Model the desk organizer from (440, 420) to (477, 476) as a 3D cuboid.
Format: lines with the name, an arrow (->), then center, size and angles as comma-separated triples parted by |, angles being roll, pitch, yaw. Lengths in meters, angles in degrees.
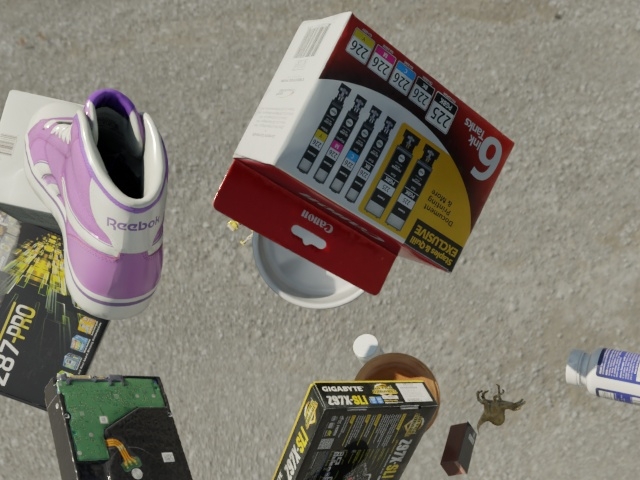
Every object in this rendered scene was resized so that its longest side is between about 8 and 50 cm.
desk organizer -> 0.331, 0.499, 1.710 | 0.047, 0.050, 0.130 | 56, 36, -17

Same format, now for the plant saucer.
plant saucer -> 0.165, 0.348, 1.583 | 0.200, 0.037, 0.199 | -2, 79, 11

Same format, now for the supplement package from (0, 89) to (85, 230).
supplement package -> -0.473, -0.128, 1.268 | 0.149, 0.203, 0.194 | 13, 78, -1

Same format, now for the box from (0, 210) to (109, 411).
box -> -0.633, 0.156, 1.593 | 0.318, 0.097, 0.394 | 25, 94, -9

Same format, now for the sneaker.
sneaker -> -0.195, -0.083, 0.636 | 0.102, 0.161, 0.282 | -9, 44, -31

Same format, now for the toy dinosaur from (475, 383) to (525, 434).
toy dinosaur -> 0.413, 0.410, 1.738 | 0.053, 0.183, 0.092 | -1, 58, -36

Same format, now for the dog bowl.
dog bowl -> 0.000, 0.000, 1.438 | 0.265, 0.104, 0.264 | 0, 97, 2

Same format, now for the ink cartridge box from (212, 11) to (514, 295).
ink cartridge box -> 0.061, -0.087, 0.928 | 0.310, 0.130, 0.271 | 29, 85, -30

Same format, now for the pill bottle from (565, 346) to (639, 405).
pill bottle -> 0.644, 0.294, 1.563 | 0.187, 0.112, 0.112 | 8, 50, 34

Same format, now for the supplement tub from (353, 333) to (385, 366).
supplement tub -> 0.133, 0.303, 1.897 | 0.071, 0.107, 0.071 | -10, 54, 14

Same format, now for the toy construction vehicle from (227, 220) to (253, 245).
toy construction vehicle -> -0.190, -0.045, 1.864 | 0.098, 0.035, 0.086 | -38, 100, 8

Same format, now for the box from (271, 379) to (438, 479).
box -> 0.058, 0.424, 1.430 | 0.257, 0.321, 0.079 | 4, 31, -28

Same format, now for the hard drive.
hard drive -> -0.370, 0.406, 1.338 | 0.237, 0.064, 0.338 | 12, 39, -44
